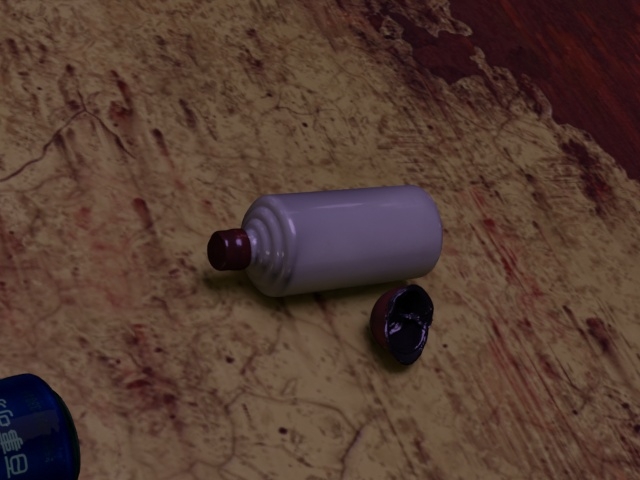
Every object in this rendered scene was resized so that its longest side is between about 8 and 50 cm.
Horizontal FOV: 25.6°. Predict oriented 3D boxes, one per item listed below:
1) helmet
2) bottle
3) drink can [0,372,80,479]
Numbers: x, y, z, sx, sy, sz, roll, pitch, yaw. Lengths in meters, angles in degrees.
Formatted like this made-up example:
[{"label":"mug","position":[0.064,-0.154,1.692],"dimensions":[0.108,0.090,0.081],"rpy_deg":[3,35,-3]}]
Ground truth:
[{"label":"helmet","position":[0.074,0.085,1.417],"dimensions":[0.065,0.049,0.084],"rpy_deg":[43,59,-35]},{"label":"bottle","position":[0.000,0.000,1.423],"dimensions":[0.245,0.104,0.104],"rpy_deg":[-6,51,-32]},{"label":"drink can","position":[-0.293,0.175,1.075],"dimensions":[0.205,0.118,0.118],"rpy_deg":[-12,54,-35]}]
